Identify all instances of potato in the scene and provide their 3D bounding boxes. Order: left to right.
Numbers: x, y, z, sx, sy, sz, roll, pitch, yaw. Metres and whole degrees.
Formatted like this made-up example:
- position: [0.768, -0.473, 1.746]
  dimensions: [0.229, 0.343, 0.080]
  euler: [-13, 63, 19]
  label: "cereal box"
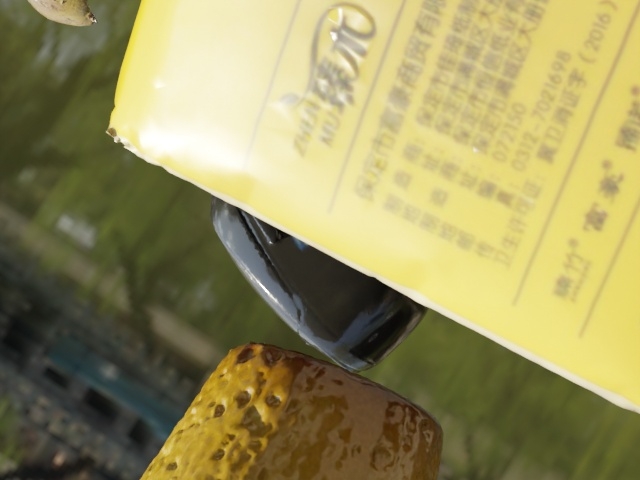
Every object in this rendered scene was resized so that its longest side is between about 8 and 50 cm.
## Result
- position: [-0.176, -0.168, 1.228]
  dimensions: [0.093, 0.036, 0.037]
  euler: [73, 169, -47]
  label: "potato"

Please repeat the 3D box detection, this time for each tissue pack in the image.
- position: [0.128, -0.165, 0.669]
  dimensions: [0.293, 0.382, 0.228]
  euler: [26, -156, 13]
  label: "tissue pack"

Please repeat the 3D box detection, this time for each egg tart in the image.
- position: [-0.014, 0.154, 1.178]
  dimensions: [0.202, 0.147, 0.202]
  euler: [22, 170, 4]
  label: "egg tart"

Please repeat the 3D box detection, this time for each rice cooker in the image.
- position: [-0.001, -0.001, 1.392]
  dimensions: [0.203, 0.118, 0.142]
  euler: [56, -169, 14]
  label: "rice cooker"
